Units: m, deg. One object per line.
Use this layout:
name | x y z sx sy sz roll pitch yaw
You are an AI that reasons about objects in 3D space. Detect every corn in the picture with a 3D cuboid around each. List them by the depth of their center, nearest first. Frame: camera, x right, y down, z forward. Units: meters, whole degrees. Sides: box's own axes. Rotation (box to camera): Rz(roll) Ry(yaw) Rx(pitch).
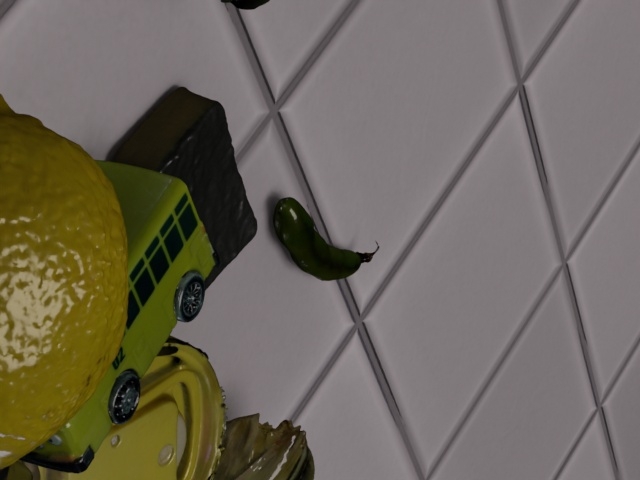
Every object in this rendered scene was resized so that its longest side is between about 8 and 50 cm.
corn | -0.118 0.324 2.100 0.305 0.123 0.122 -61 148 -15

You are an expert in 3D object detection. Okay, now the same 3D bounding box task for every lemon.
lemon | -0.282 0.041 1.502 0.268 0.268 0.322 -5 109 -58

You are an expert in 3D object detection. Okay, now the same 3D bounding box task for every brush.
brush | -0.129 -0.042 1.911 0.123 0.059 0.197 -52 147 -31

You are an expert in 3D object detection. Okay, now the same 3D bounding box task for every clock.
clock | -0.212 0.219 1.927 0.293 0.071 0.277 -18 123 -48

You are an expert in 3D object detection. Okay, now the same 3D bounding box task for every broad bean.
broad bean | -0.002 0.005 2.178 0.069 0.039 0.227 -62 152 1

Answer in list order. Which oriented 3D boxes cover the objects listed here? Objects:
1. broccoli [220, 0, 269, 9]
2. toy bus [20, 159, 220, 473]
broccoli | 0.018 -0.317 1.765 0.145 0.304 0.165 78 -2 -71
toy bus | -0.213 0.062 1.747 0.262 0.128 0.150 -59 149 -33
